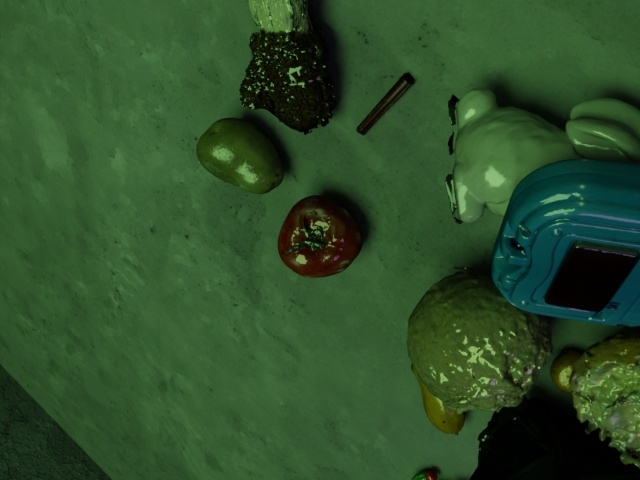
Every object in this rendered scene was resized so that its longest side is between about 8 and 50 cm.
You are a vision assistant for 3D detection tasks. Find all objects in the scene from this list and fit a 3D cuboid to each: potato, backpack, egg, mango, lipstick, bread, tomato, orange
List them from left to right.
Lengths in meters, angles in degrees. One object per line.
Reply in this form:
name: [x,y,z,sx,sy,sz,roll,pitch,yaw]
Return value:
potato: [-0.171,-0.181,1.663,0.194,0.157,0.157,41,135,15]
tomato: [0.000,0.000,1.623,0.186,0.151,0.187,-1,84,10]
lipstick: [0.121,-0.260,1.456,0.027,0.027,0.176,51,138,3]
mango: [0.268,0.349,1.677,0.098,0.075,0.190,-19,96,39]
egg: [0.294,0.191,1.419,0.279,0.279,0.310,54,165,-1]
backpack: [0.424,0.489,1.366,0.363,0.445,0.255,28,124,23]
orange: [0.481,0.252,1.436,0.083,0.070,0.083,11,109,34]
bread: [0.574,0.266,1.311,0.274,0.149,0.274,17,126,25]

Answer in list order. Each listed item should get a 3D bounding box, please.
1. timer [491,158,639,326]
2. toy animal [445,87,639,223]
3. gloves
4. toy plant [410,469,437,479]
timer: [0.431,0.019,1.152,0.308,0.115,0.340,9,147,6]
toy animal: [0.388,-0.129,1.205,0.357,0.194,0.258,-3,117,31]
gloves: [-0.068,-0.350,1.480,0.210,0.135,0.313,0,118,36]
toy plant: [0.278,0.644,1.845,0.154,0.088,0.241,40,129,35]
